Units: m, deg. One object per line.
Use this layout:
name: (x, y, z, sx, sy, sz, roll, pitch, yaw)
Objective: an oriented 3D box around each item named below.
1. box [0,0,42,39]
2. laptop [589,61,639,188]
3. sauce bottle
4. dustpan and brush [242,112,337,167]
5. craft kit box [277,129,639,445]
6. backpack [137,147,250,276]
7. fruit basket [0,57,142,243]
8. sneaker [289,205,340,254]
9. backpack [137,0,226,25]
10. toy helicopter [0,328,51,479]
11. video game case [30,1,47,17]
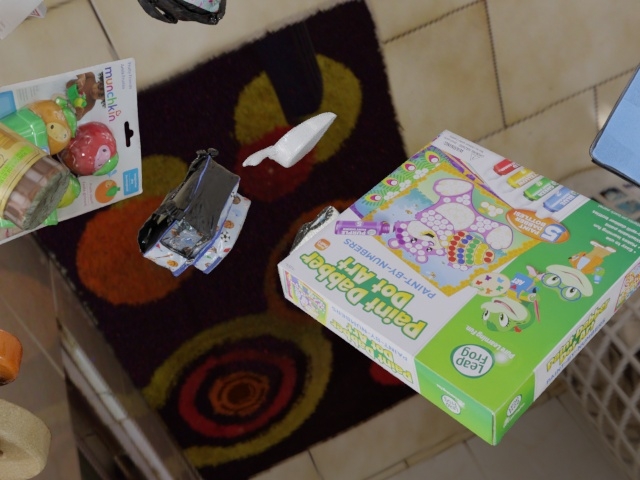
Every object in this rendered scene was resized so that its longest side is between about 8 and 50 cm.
box: (-0.495, -0.436, 1.261, 0.182, 0.119, 0.181, -46, 162, -4)
laptop: (0.511, -0.170, 0.680, 0.382, 0.236, 0.408, 30, 145, 6)
sauce bottle: (-0.509, -0.145, 1.128, 0.344, 0.111, 0.111, 32, 110, -3)
dustpan and brush: (-0.073, -0.186, 1.685, 0.211, 0.060, 0.147, -44, 178, -39)
craft kit box: (0.133, 0.024, 0.771, 0.247, 0.250, 0.061, -41, 143, -23)
backpack: (-0.312, -0.043, 2.053, 0.213, 0.276, 0.263, 42, 130, -18)
fruit basket: (-0.509, -0.174, 1.681, 0.353, 0.165, 0.327, -19, 131, -33)
sneaker: (0.000, 0.000, 1.611, 0.073, 0.063, 0.162, 34, 142, -18)
backpack: (-0.296, -0.516, 1.728, 0.182, 0.152, 0.115, 9, 85, -61)
toy helicopter: (-0.427, 0.187, 0.769, 0.355, 0.140, 0.235, 0, 148, -3)
video game case: (-0.716, -0.531, 1.677, 0.285, 0.025, 0.204, 12, 165, 5)
